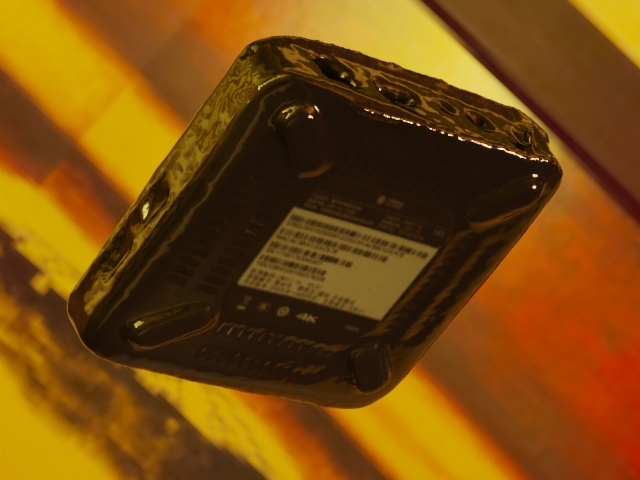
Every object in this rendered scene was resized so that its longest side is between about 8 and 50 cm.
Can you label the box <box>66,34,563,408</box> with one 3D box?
[{"bbox_3d":[0.000,0.000,1.396,0.290,0.289,0.073,16,-146,-38],"label":"box"}]
